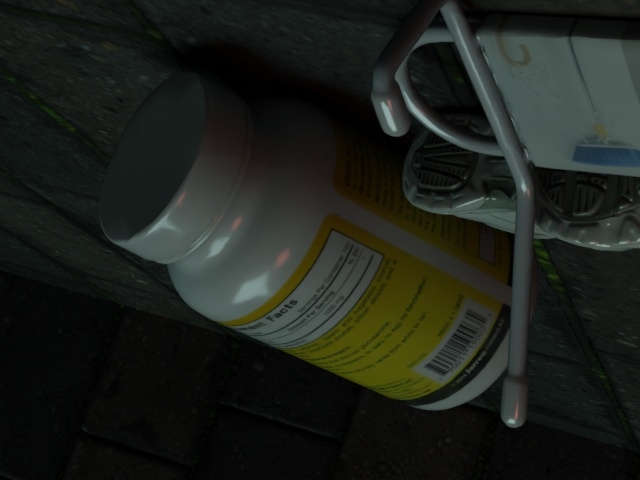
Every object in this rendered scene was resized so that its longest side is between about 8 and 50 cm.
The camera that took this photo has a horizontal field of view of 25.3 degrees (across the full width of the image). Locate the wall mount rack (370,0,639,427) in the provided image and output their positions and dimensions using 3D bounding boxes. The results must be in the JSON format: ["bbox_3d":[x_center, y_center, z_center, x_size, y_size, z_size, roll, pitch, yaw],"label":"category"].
[{"bbox_3d":[0.181,-0.007,0.831,0.350,0.130,0.304,9,144,37],"label":"wall mount rack"}]

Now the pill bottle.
[{"bbox_3d":[0.000,0.000,1.146,0.334,0.188,0.188,27,165,-32],"label":"pill bottle"}]

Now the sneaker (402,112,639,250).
[{"bbox_3d":[0.174,-0.039,0.996,0.115,0.090,0.232,18,179,-43],"label":"sneaker"}]
